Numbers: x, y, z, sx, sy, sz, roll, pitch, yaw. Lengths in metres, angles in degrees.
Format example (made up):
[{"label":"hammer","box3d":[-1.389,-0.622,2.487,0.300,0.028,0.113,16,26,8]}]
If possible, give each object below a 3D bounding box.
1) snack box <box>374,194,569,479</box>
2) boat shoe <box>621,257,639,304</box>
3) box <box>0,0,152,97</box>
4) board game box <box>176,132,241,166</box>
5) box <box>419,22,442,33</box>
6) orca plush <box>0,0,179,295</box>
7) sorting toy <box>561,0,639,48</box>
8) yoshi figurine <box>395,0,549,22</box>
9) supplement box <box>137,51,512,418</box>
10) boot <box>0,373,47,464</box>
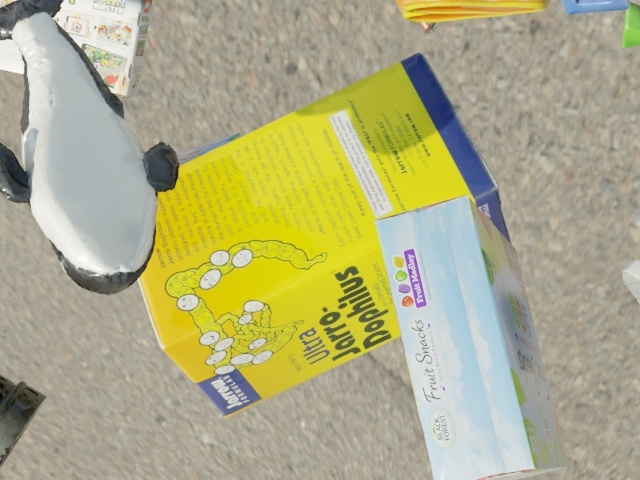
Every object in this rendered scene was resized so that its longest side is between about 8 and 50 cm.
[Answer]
[{"label":"snack box","box3d":[0.108,0.077,0.843,0.070,0.207,0.175,-16,76,15]},{"label":"boat shoe","box3d":[0.444,0.052,1.466,0.094,0.302,0.109,-36,91,-3]},{"label":"box","box3d":[-0.291,-0.230,1.337,0.206,0.036,0.114,13,101,7]},{"label":"board game box","box3d":[-0.229,-0.094,1.818,0.160,0.211,0.039,-13,103,35]},{"label":"box","box3d":[0.154,-0.402,1.928,0.027,0.094,0.137,-26,77,-22]},{"label":"orca plush","box3d":[-0.219,-0.064,1.025,0.151,0.102,0.287,-23,67,-36]},{"label":"sorting toy","box3d":[0.388,-0.256,1.120,0.347,0.196,0.047,-8,61,36]},{"label":"yoshi figurine","box3d":[0.068,-0.331,0.818,0.203,0.203,0.362,7,100,43]},{"label":"supplement box","box3d":[0.000,0.000,1.290,0.356,0.194,0.195,-25,57,2]},{"label":"boot","box3d":[-0.502,0.228,1.425,0.260,0.131,0.348,34,103,-6]}]
